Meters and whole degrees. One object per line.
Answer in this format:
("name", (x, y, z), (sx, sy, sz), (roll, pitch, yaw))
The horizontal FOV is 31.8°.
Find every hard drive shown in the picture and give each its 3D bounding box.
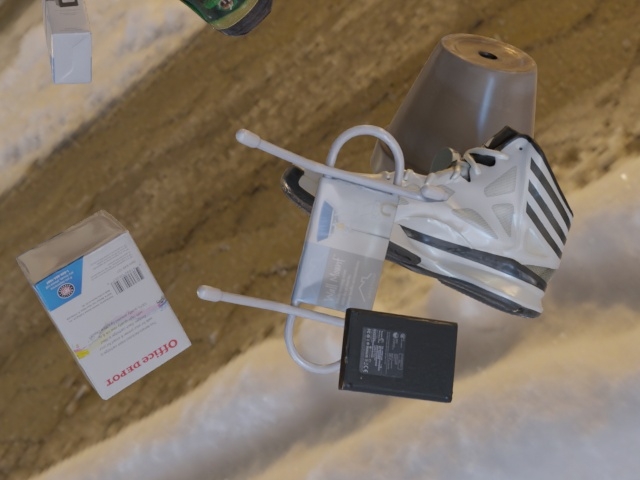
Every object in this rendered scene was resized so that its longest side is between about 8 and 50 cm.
("hard drive", (0.091, 0.133, 1.293), (0.022, 0.135, 0.094), (152, 126, -71))

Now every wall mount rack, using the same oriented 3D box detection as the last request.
("wall mount rack", (0.000, 0.000, 1.485), (0.130, 0.304, 0.350), (-178, 102, -76))

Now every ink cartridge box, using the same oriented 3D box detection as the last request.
("ink cartridge box", (-0.394, -0.339, 1.730), (0.104, 0.060, 0.180), (103, 154, -50))
("ink cartridge box", (-0.354, 0.102, 1.833), (0.171, 0.233, 0.168), (-31, 24, -15))

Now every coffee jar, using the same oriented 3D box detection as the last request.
("coffee jar", (-0.124, -0.276, 1.103), (0.079, 0.184, 0.096), (-39, 59, 14))

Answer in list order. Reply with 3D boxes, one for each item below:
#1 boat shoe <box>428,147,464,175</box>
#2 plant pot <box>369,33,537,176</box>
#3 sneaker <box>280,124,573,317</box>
("boat shoe", (0.206, -0.057, 1.863), (0.065, 0.083, 0.183), (33, 100, 54))
("plant pot", (0.281, -0.233, 2.159), (0.323, 0.323, 0.280), (-104, 24, -58))
("sneaker", (0.178, -0.081, 1.725), (0.169, 0.447, 0.258), (160, 135, -83))
